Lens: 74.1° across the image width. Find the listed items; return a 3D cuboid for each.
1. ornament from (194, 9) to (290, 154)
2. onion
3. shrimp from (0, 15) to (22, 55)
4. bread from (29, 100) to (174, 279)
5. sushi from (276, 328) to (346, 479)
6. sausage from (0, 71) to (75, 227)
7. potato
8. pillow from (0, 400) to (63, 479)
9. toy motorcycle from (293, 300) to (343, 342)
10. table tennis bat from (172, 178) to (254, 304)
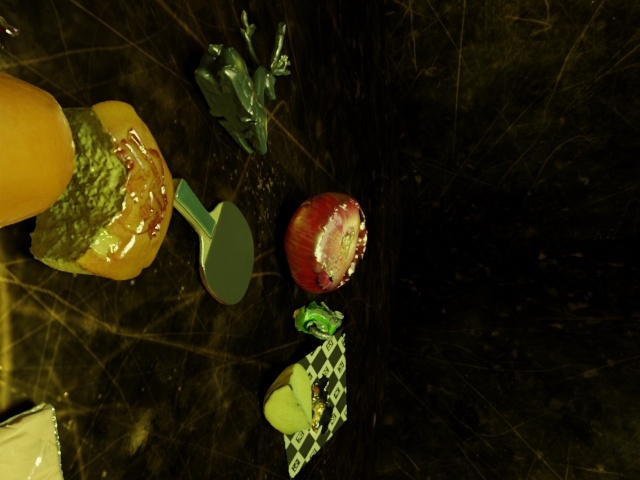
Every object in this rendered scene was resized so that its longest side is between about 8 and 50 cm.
[{"bbox_3d":[-0.113,-0.287,0.673,0.202,0.080,0.236,64,34,-62],"label":"ornament"},{"bbox_3d":[0.007,0.006,0.951,0.248,0.161,0.248,12,77,-63],"label":"onion"},{"bbox_3d":[-0.277,-0.185,0.165,0.289,0.075,0.178,2,87,-60],"label":"shrimp"},{"bbox_3d":[-0.193,-0.043,0.398,0.125,0.086,0.156,6,88,-79],"label":"bread"},{"bbox_3d":[-0.026,0.388,1.054,0.264,0.050,0.290,-25,118,-49],"label":"sushi"},{"bbox_3d":[-0.245,-0.040,0.207,0.274,0.105,0.105,-43,132,-67],"label":"sausage"},{"bbox_3d":[-0.074,0.306,0.878,0.120,0.081,0.149,-96,169,-58],"label":"potato"},{"bbox_3d":[-0.264,0.203,0.264,0.232,0.043,0.126,-13,99,-70],"label":"pillow"},{"bbox_3d":[-0.008,0.192,1.015,0.074,0.106,0.190,-66,169,6],"label":"toy motorcycle"},{"bbox_3d":[-0.156,0.000,0.645,0.274,0.021,0.154,67,29,-58],"label":"table tennis bat"}]
